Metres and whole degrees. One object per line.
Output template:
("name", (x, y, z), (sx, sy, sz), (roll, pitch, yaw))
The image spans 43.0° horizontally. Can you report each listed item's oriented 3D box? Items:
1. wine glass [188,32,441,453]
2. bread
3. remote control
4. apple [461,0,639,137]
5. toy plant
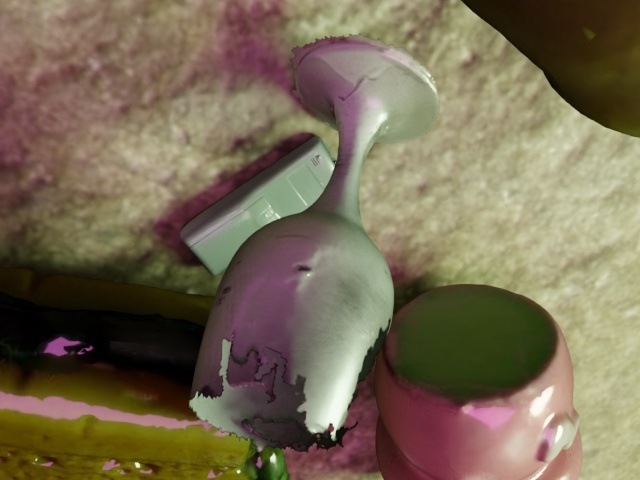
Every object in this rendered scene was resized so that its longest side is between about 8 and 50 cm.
("wine glass", (0.000, 0.000, 0.633), (0.143, 0.321, 0.143), (13, 156, 6))
("bread", (-0.220, 0.144, 0.700), (0.377, 0.208, 0.251), (7, 119, -20))
("remote control", (-0.051, -0.029, 0.766), (0.162, 0.029, 0.061), (-34, 121, 7))
("apple", (0.257, -0.283, 0.469), (0.474, 0.473, 0.473), (-5, 119, -10))
("toy plant", (0.145, 0.237, 0.837), (0.317, 0.211, 0.356), (-41, 143, -36))
